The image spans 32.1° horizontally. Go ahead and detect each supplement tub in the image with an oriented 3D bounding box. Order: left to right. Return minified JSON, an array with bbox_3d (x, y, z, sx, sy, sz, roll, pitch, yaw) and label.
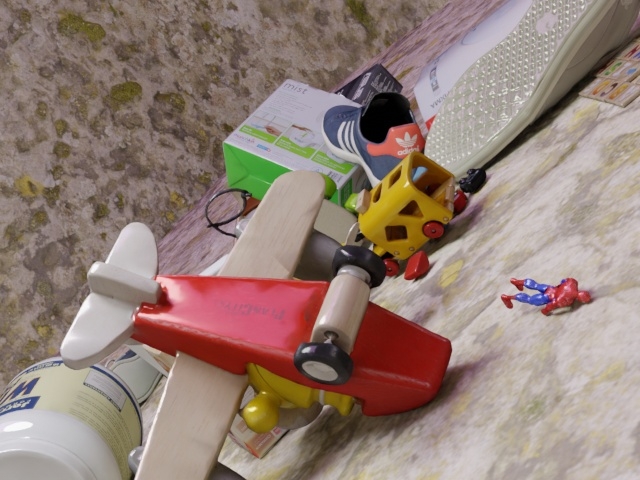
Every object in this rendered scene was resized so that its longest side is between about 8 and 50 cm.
[{"bbox_3d":[-0.392,0.327,1.617,0.235,0.235,0.325,-40,11,8],"label":"supplement tub"}]

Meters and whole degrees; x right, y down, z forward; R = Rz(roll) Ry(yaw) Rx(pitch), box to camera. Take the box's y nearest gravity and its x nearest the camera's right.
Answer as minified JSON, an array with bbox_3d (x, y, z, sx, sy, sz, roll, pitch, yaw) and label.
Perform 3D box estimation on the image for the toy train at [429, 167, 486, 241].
[{"bbox_3d":[0.197,-0.053,1.634,0.158,0.027,0.036,-48,24,-28],"label":"toy train"}]

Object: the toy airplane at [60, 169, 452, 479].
[{"bbox_3d":[-0.087,0.125,1.249,0.386,0.272,0.384,-31,48,-5],"label":"toy airplane"}]

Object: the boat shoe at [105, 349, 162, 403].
[{"bbox_3d":[-0.368,0.259,2.154,0.079,0.095,0.254,-32,13,32],"label":"boat shoe"}]

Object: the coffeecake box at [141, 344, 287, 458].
[{"bbox_3d":[-0.134,0.183,1.429,0.068,0.185,0.142,-45,11,-14],"label":"coffeecake box"}]

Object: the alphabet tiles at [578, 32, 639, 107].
[{"bbox_3d":[0.467,-0.266,1.579,0.198,0.009,0.237,-41,12,5],"label":"alphabet tiles"}]

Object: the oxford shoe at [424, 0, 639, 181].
[{"bbox_3d":[0.337,-0.260,1.727,0.449,0.130,0.169,-50,44,12],"label":"oxford shoe"}]

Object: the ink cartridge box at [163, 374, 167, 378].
[{"bbox_3d":[-0.307,0.158,2.042,0.087,0.208,0.153,-45,11,-16],"label":"ink cartridge box"}]

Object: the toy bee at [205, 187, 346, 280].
[{"bbox_3d":[-0.051,0.072,1.577,0.195,0.298,0.162,-54,52,14],"label":"toy bee"}]

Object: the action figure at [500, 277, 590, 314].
[{"bbox_3d":[0.229,0.055,1.114,0.038,0.030,0.115,-51,19,-19],"label":"action figure"}]

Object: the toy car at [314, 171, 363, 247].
[{"bbox_3d":[0.000,0.000,1.912,0.155,0.148,0.188,-58,-9,-17],"label":"toy car"}]

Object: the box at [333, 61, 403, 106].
[{"bbox_3d":[-0.001,-0.179,2.449,0.318,0.097,0.395,-27,28,44],"label":"box"}]

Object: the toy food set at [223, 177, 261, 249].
[{"bbox_3d":[-0.144,-0.034,2.269,0.219,0.092,0.306,-32,43,43],"label":"toy food set"}]

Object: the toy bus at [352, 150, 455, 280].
[{"bbox_3d":[0.100,-0.034,1.576,0.202,0.104,0.191,-60,18,-6],"label":"toy bus"}]

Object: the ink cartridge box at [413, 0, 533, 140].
[{"bbox_3d":[0.312,-0.343,2.180,0.308,0.091,0.385,-36,11,27],"label":"ink cartridge box"}]

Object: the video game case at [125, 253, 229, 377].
[{"bbox_3d":[-0.129,0.140,1.525,0.227,0.206,0.026,-35,25,30],"label":"video game case"}]

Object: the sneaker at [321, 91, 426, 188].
[{"bbox_3d":[0.097,-0.204,1.948,0.131,0.148,0.350,-14,29,-18],"label":"sneaker"}]

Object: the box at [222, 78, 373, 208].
[{"bbox_3d":[-0.015,-0.171,2.148,0.231,0.261,0.127,-50,-27,-36],"label":"box"}]
